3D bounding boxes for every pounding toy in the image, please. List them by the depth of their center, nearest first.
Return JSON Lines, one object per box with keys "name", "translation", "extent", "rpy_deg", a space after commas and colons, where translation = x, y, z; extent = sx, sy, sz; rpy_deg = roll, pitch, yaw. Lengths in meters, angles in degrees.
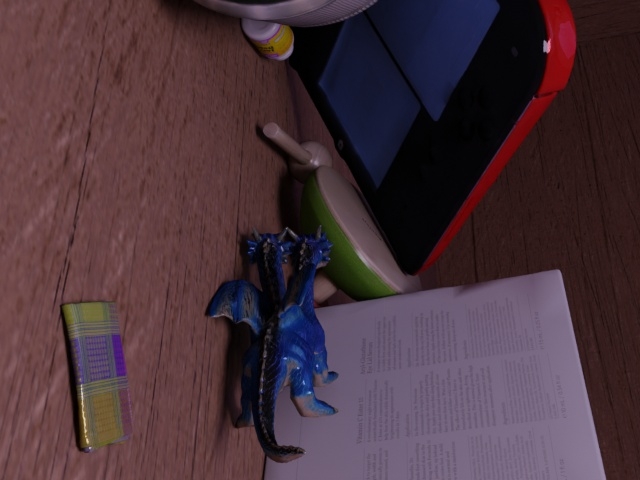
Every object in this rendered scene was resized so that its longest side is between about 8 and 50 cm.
{"name": "pounding toy", "translation": [0.000, 0.000, 1.026], "extent": [0.237, 0.110, 0.183], "rpy_deg": [55, 15, 11]}

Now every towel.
{"name": "towel", "translation": [-0.125, 0.076, 0.523], "extent": [0.060, 0.009, 0.083], "rpy_deg": [13, 68, -77]}

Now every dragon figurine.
{"name": "dragon figurine", "translation": [-0.037, 0.071, 0.759], "extent": [0.289, 0.085, 0.144], "rpy_deg": [-55, 134, -74]}

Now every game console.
{"name": "game console", "translation": [0.084, -0.207, 0.972], "extent": [0.342, 0.060, 0.387], "rpy_deg": [-59, -133, 43]}

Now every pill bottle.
{"name": "pill bottle", "translation": [-0.055, -0.225, 1.013], "extent": [0.083, 0.043, 0.043], "rpy_deg": [37, 45, -73]}

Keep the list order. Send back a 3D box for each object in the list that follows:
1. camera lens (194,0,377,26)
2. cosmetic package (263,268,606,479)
{"name": "camera lens", "translation": [-0.026, -0.291, 0.772], "extent": [0.274, 0.219, 0.219], "rpy_deg": [-48, 128, -75]}
{"name": "cosmetic package", "translation": [0.097, 0.201, 0.812], "extent": [0.377, 0.284, 0.097], "rpy_deg": [-84, 163, -50]}
